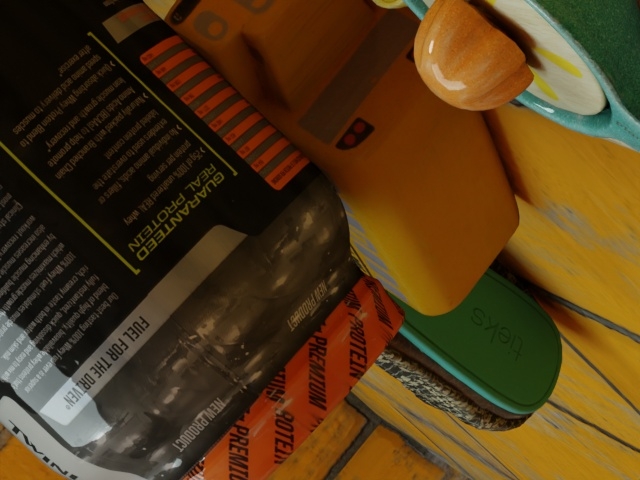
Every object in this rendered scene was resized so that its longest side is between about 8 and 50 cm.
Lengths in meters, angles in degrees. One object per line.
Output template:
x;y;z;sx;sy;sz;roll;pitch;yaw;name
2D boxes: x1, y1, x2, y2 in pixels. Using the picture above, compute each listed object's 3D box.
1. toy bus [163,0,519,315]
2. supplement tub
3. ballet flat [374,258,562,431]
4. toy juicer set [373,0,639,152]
0.023;-0.070;1.079;0.130;0.108;0.333;36;172;24;toy bus
-0.132;-0.020;0.921;0.338;0.207;0.207;44;173;0;supplement tub
0.000;0.000;1.365;0.182;0.164;0.483;4;151;43;ballet flat
0.067;-0.095;0.768;0.329;0.089;0.209;41;173;-14;toy juicer set
